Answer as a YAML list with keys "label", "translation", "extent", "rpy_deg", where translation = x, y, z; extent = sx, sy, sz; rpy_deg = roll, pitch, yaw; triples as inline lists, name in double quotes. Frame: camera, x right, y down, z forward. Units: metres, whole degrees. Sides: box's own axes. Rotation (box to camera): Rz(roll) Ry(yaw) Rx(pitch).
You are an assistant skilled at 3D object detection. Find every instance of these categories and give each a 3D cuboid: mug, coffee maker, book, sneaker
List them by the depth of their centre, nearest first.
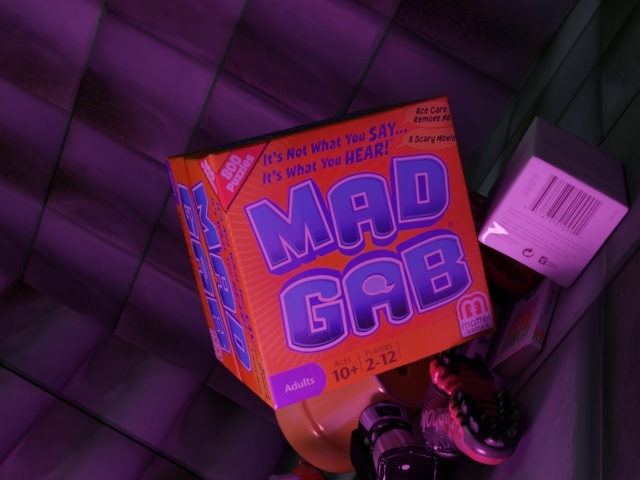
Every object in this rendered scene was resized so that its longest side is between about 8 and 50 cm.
- label: "sneaker"
  translation: [0.199, 0.249, 1.169]
  extent: [0.276, 0.097, 0.135]
  rpy_deg: [-109, 31, -78]
- label: "book"
  translation: [0.305, 0.125, 1.267]
  extent: [0.144, 0.035, 0.096]
  rpy_deg: [-59, 2, -42]
- label: "coffee maker"
  translation: [0.104, 0.358, 1.338]
  extent: [0.171, 0.120, 0.178]
  rpy_deg: [-62, 12, 6]
- label: "mug"
  translation: [0.293, 0.002, 1.386]
  extent: [0.113, 0.169, 0.150]
  rpy_deg: [-60, -1, 14]

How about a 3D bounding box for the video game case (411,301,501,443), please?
- label: "video game case"
  translation: [0.204, 0.303, 1.556]
  extent: [0.300, 0.036, 0.329]
  rpy_deg: [-61, -1, -40]

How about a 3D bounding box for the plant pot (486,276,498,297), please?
- label: "plant pot"
  translation: [0.228, 0.063, 1.590]
  extent: [0.187, 0.167, 0.188]
  rpy_deg: [-36, -19, -38]

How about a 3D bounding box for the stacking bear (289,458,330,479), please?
- label: "stacking bear"
  translation: [-0.084, 0.715, 2.288]
  extent: [0.289, 0.175, 0.164]
  rpy_deg: [-51, -8, -38]

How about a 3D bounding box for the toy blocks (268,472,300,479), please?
- label: "toy blocks"
  translation: [-0.012, 0.556, 1.458]
  extent: [0.260, 0.309, 0.288]
  rpy_deg: [-27, 4, -14]

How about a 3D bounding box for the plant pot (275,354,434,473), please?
- label: "plant pot"
  translation: [0.080, 0.261, 1.549]
  extent: [0.239, 0.254, 0.254]
  rpy_deg: [-40, 15, 46]

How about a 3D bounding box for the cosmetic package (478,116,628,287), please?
- label: "cosmetic package"
  translation: [0.338, -0.060, 1.264]
  extent: [0.151, 0.151, 0.184]
  rpy_deg: [-61, -2, 29]

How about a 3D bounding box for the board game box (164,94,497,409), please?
- label: "board game box"
  translation: [0.000, 0.000, 1.345]
  extent: [0.356, 0.357, 0.356]
  rpy_deg: [-16, 10, -18]
